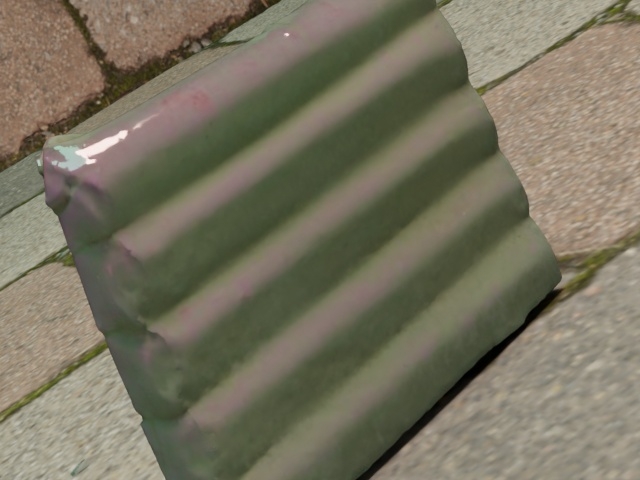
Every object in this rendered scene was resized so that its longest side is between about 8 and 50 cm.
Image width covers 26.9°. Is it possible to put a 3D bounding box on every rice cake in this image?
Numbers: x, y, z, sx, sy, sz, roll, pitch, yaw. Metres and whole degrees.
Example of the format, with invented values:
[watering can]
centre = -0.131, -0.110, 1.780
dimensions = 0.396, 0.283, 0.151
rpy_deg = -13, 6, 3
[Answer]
[rice cake]
centre = 0.000, 0.000, 0.526
dimensions = 0.198, 0.189, 0.037
rpy_deg = -30, 13, -32
